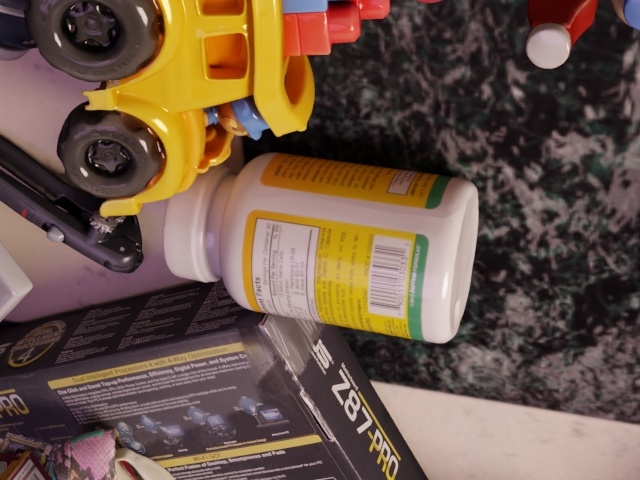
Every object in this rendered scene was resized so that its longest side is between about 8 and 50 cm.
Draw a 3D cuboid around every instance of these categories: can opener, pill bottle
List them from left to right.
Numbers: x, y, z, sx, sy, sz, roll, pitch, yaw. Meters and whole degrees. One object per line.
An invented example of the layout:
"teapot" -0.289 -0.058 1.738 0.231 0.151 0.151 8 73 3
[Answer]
"can opener" -0.223 -0.032 0.870 0.186 0.059 0.073 33 131 -6
"pill bottle" 0.000 0.000 0.770 0.209 0.117 0.117 8 128 15

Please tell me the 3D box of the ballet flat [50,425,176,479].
"ballet flat" -0.139 0.246 0.926 0.079 0.077 0.221 -27 112 14

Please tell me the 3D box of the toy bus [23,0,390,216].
"toy bus" -0.061 -0.131 0.693 0.212 0.149 0.220 0 130 1

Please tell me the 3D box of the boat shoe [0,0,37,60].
"boat shoe" -0.269 -0.201 0.689 0.079 0.095 0.255 -23 139 36

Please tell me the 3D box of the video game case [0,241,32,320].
"video game case" -0.367 0.005 0.924 0.206 0.026 0.227 -40 87 34

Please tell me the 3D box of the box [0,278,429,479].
"box" -0.125 0.201 0.988 0.395 0.097 0.318 -15 121 30

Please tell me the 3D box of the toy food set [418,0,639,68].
"toy food set" 0.123 -0.166 0.601 0.232 0.104 0.111 11 129 13

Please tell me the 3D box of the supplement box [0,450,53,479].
"supplement box" -0.295 0.226 0.983 0.083 0.055 0.043 -13 118 31
